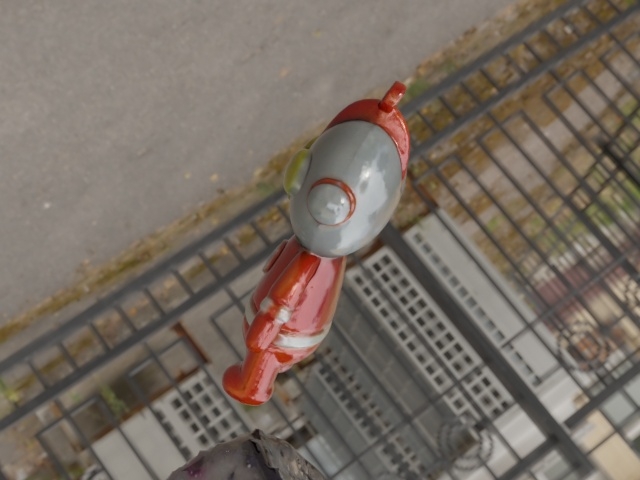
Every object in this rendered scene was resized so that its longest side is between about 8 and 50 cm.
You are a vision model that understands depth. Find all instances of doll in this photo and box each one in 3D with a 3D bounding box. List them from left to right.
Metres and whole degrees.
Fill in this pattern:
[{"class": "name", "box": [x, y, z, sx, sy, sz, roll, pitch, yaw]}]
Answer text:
[{"class": "doll", "box": [0.000, 0.000, 0.729, 0.245, 0.076, 0.142, -67, 174, 25]}]

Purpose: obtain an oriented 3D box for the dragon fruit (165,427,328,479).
[{"class": "dragon fruit", "box": [-0.045, 0.309, 0.748, 0.221, 0.283, 0.204, -32, 149, 2]}]
